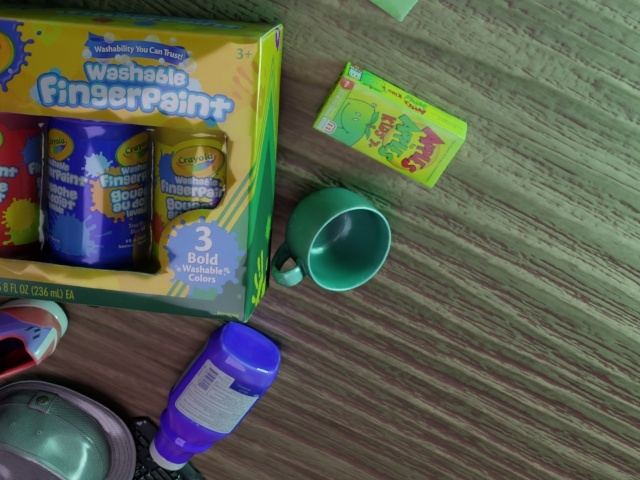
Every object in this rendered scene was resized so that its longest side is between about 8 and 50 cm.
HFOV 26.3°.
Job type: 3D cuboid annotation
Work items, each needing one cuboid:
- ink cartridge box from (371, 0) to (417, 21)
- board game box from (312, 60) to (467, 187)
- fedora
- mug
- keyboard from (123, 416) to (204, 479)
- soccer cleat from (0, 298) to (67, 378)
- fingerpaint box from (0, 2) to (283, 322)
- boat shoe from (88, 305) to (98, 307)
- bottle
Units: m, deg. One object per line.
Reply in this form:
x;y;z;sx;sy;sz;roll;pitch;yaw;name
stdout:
0.048;-0.381;1.663;0.235;0.056;0.171;34;123;-11;ink cartridge box
0.092;-0.152;1.819;0.181;0.043;0.092;27;125;-8;board game box
-0.447;0.352;2.200;0.275;0.124;0.243;21;124;7;fedora
0.006;-0.008;1.878;0.158;0.097;0.129;0;116;-32;mug
-0.282;0.434;2.306;0.202;0.033;0.317;-26;115;26;keyboard
-0.544;0.174;2.120;0.318;0.116;0.108;-15;120;20;soccer cleat
-0.287;-0.110;1.784;0.445;0.163;0.371;6;106;7;fingerpaint box
-0.348;-0.042;1.948;0.114;0.091;0.302;-11;121;19;boat shoe
-0.173;0.249;2.118;0.118;0.092;0.283;30;125;-11;bottle
